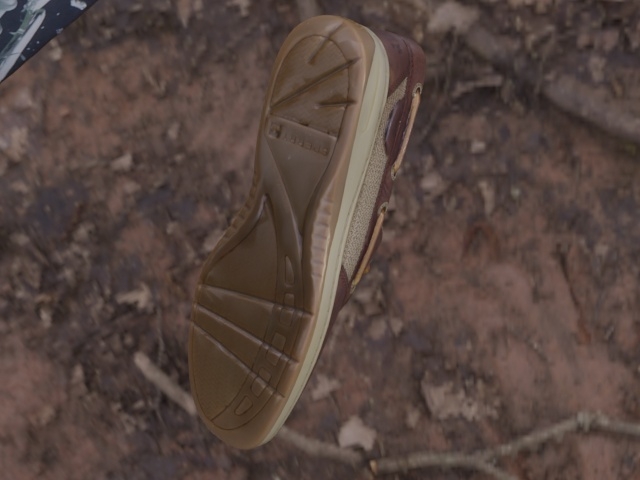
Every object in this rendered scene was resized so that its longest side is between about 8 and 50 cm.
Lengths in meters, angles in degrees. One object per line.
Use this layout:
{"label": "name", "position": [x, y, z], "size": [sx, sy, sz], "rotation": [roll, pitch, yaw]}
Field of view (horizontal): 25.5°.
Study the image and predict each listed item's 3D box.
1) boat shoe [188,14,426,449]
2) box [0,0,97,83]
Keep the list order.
{"label": "boat shoe", "position": [0.000, 0.000, 1.085], "size": [0.123, 0.123, 0.342], "rotation": [25, 106, 38]}
{"label": "box", "position": [-0.517, -0.324, 1.333], "size": [0.472, 0.480, 0.297], "rotation": [-38, 41, 17]}
